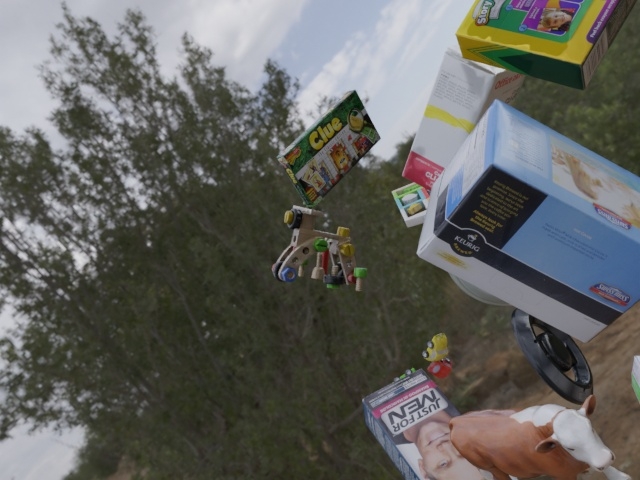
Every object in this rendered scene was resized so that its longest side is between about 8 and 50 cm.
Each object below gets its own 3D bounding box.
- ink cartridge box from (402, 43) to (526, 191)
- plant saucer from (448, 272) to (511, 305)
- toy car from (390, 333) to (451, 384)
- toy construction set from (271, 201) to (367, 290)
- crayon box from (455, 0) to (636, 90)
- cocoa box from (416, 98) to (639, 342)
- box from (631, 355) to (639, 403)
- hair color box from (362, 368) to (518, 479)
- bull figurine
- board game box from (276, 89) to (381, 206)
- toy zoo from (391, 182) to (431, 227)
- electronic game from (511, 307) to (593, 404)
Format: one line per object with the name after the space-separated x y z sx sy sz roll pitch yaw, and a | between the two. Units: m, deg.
0.411 -0.347 1.768 0.279 0.160 0.385 -32 -33 -45 | ink cartridge box
0.496 -0.008 1.522 0.400 0.400 0.100 -45 21 8 | plant saucer
0.317 0.409 1.948 0.225 0.053 0.239 -34 -38 -9 | toy car
0.000 0.000 1.778 0.309 0.257 0.237 -80 -5 -88 | toy construction set
0.539 -0.557 1.448 0.363 0.313 0.106 -58 -34 -6 | crayon box
0.383 -0.034 1.088 0.228 0.347 0.231 -59 7 41 | cocoa box
1.142 0.479 1.998 0.231 0.127 0.262 0 17 14 | box
0.254 0.460 1.390 0.174 0.347 0.105 -24 -50 -16 | hair color box
0.322 0.308 0.916 0.101 0.188 0.310 -46 11 -27 | bull figurine
0.025 -0.205 1.387 0.030 0.136 0.260 1 41 52 | board game box
0.359 -0.133 2.129 0.192 0.030 0.293 -22 27 6 | toy zoo
0.478 0.232 1.296 0.048 0.229 0.229 -45 -1 29 | electronic game
